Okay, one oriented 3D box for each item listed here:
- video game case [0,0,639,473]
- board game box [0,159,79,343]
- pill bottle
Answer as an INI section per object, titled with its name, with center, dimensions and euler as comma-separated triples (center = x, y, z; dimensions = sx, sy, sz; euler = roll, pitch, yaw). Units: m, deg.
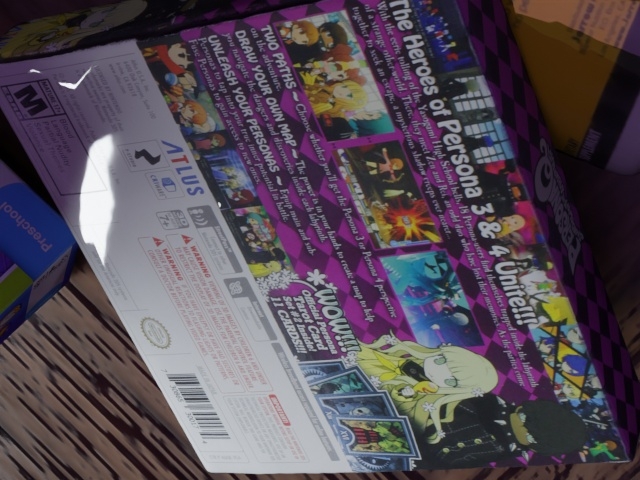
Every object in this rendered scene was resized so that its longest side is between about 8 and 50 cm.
[video game case]
center = 0.000, 0.000, 0.624
dimensions = 0.210, 0.042, 0.232
euler = -7, 124, 30
[board game box]
center = -0.313, -0.031, 0.675
dimensions = 0.347, 0.078, 0.233
euler = 43, 68, 1
[pill bottle]
center = 0.052, -0.115, 0.613
dimensions = 0.208, 0.119, 0.119
euler = 22, 106, 8
